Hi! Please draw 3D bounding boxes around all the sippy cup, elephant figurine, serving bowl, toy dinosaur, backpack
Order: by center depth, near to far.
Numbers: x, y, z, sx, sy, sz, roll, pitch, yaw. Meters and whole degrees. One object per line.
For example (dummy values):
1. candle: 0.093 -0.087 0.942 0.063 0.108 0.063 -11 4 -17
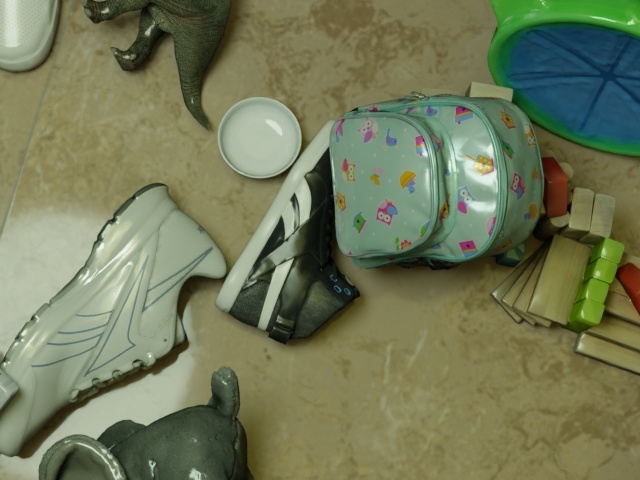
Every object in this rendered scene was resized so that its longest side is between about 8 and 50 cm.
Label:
1. elephant figurine: -0.188 0.237 1.293 0.239 0.169 0.186 -1 51 12
2. backpack: 0.105 -0.055 1.306 0.188 0.144 0.166 -4 89 34
3. sippy cup: 0.305 -0.235 1.369 0.240 0.305 0.224 11 66 27
4. toy dinosaur: -0.158 -0.267 1.391 0.160 0.121 0.314 -26 78 6
5. serving bowl: -0.061 -0.100 1.412 0.083 0.027 0.083 1 80 -4

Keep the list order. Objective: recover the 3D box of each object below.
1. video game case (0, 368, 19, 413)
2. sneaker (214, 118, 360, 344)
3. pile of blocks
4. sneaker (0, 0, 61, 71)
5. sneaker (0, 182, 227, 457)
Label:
1. video game case: -0.402 0.141 1.299 0.193 0.023 0.212 43 114 4
2. sneaker: 0.000 0.000 1.380 0.121 0.079 0.217 31 86 -3
3. pile of blocks: 0.216 -0.012 1.371 0.362 0.112 0.149 44 80 5
4. sneaker: -0.311 -0.323 1.367 0.108 0.169 0.293 -3 82 -6
5. sneaker: -0.204 0.088 1.335 0.129 0.111 0.297 38 81 -2
